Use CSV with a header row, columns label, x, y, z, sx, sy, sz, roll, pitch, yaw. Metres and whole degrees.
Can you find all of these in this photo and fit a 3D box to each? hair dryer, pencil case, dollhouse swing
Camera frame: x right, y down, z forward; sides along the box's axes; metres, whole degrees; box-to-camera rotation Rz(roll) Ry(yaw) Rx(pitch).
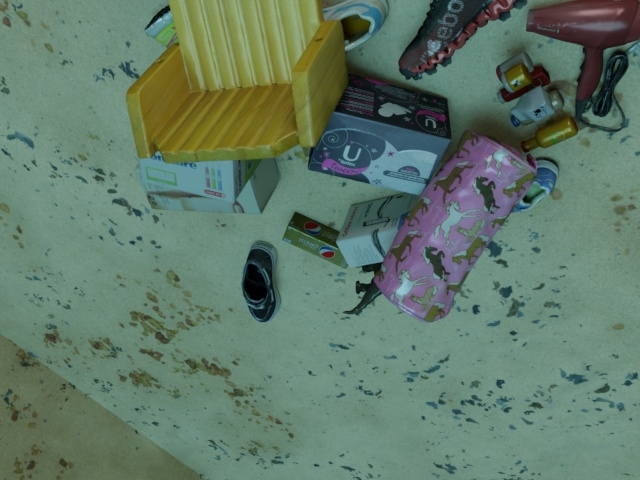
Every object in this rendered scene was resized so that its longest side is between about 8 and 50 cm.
label,x,y,z,sx,sy,sz,roll,pitch,yaw
hair dryer,0.480,-0.315,1.062,0.294,0.080,0.223,35,134,-10
pencil case,0.267,-0.028,1.209,0.167,0.160,0.386,16,109,-45
dollhouse swing,-0.166,-0.349,1.042,0.347,0.315,0.304,1,132,21

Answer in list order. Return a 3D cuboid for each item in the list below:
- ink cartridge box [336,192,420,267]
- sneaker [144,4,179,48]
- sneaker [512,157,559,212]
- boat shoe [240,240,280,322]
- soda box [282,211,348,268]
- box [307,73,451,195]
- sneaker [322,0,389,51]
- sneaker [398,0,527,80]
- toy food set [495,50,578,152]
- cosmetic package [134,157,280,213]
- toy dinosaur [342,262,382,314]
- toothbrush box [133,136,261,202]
label,x,y,z,sx,sy,sz,roll,pitch,yaw
ink cartridge box,0.154,-0.028,1.397,0.203,0.148,0.085,-12,124,29
sneaker,-0.261,-0.453,1.244,0.209,0.081,0.094,-15,131,38
sneaker,0.402,-0.095,1.287,0.080,0.081,0.211,39,134,-16
boat shoe,-0.174,0.144,1.712,0.108,0.102,0.301,16,133,8
soda box,0.000,0.000,1.544,0.181,0.061,0.058,25,134,-1
box,0.114,-0.210,1.220,0.248,0.142,0.163,13,137,-6
sneaker,0.018,-0.396,1.165,0.229,0.092,0.087,-19,122,35
sneaker,0.228,-0.401,1.074,0.135,0.097,0.276,42,130,-17
toy food set,0.373,-0.255,1.125,0.105,0.111,0.232,-25,148,37
cosmetic package,-0.264,-0.159,1.448,0.296,0.153,0.129,4,133,20
toy dinosaur,0.171,0.070,1.444,0.160,0.314,0.120,-11,100,56
toothbrush box,-0.224,-0.227,1.279,0.206,0.283,0.122,13,133,9
